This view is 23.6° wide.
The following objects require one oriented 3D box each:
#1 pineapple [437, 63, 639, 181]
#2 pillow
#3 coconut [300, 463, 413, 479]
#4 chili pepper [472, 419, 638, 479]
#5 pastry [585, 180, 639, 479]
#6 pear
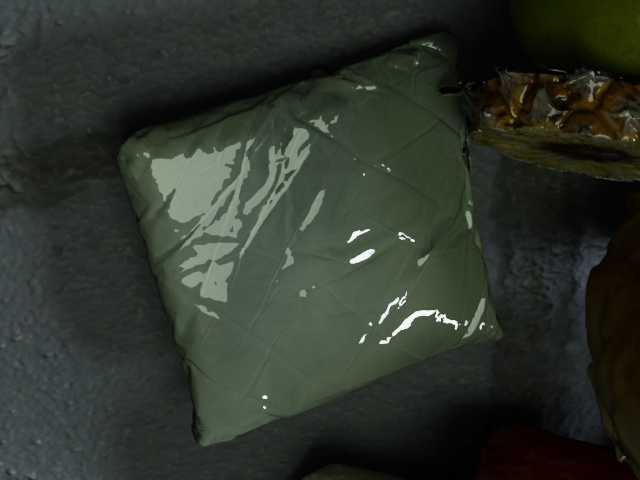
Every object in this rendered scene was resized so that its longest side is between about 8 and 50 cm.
[{"bbox_3d":[0.190,-0.077,1.102,0.221,0.221,0.047,16,81,-24],"label":"pineapple"},{"bbox_3d":[-0.001,0.002,1.189,0.274,0.076,0.281,-21,120,-14],"label":"pillow"},{"bbox_3d":[0.046,0.270,1.319,0.152,0.147,0.147,19,112,-27],"label":"coconut"},{"bbox_3d":[0.253,0.306,1.275,0.305,0.251,0.229,13,133,24],"label":"chili pepper"},{"bbox_3d":[0.405,0.056,1.168,0.409,0.409,0.245,-40,143,8],"label":"pastry"},{"bbox_3d":[0.236,-0.164,1.103,0.180,0.166,0.216,-11,130,41],"label":"pear"}]
